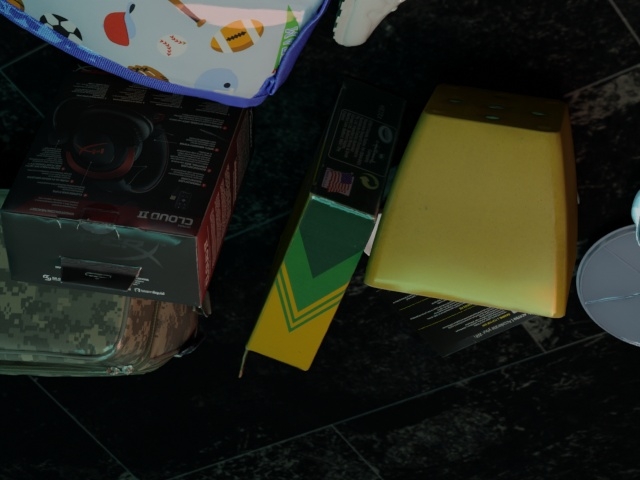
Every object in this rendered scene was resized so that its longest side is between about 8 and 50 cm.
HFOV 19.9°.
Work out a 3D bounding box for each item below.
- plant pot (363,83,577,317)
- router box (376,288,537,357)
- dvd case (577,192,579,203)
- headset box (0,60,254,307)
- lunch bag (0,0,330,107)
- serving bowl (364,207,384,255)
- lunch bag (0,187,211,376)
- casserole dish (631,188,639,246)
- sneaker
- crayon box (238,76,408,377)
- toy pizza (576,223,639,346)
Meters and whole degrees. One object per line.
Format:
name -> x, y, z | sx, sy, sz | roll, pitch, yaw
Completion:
plant pot -> 0.177, -0.055, 1.943 | 0.212, 0.212, 0.187 | 10, 110, 8
router box -> 0.176, 0.056, 2.163 | 0.179, 0.046, 0.133 | -26, 122, 34
dvd case -> 0.224, -0.069, 2.054 | 0.119, 0.013, 0.087 | -7, 130, 19
headset box -> -0.208, -0.056, 1.989 | 0.218, 0.293, 0.110 | 7, 134, 8
lunch bag -> -0.150, -0.335, 1.753 | 0.385, 0.239, 0.328 | 30, 132, -3
serving bowl -> 0.086, -0.009, 2.138 | 0.083, 0.027, 0.083 | 7, 134, 8
lunch bag -> -0.308, 0.058, 2.185 | 0.305, 0.213, 0.256 | 2, 172, 15
casserole dish -> 0.434, -0.023, 2.001 | 0.188, 0.037, 0.114 | 15, 110, 2
sneaker -> 0.076, -0.283, 1.847 | 0.094, 0.090, 0.235 | 13, 137, -10
crayon box -> 0.000, 0.000, 2.052 | 0.081, 0.202, 0.319 | 20, 136, -4
toy pizza -> 0.397, 0.049, 2.105 | 0.201, 0.032, 0.201 | 8, 133, 8
